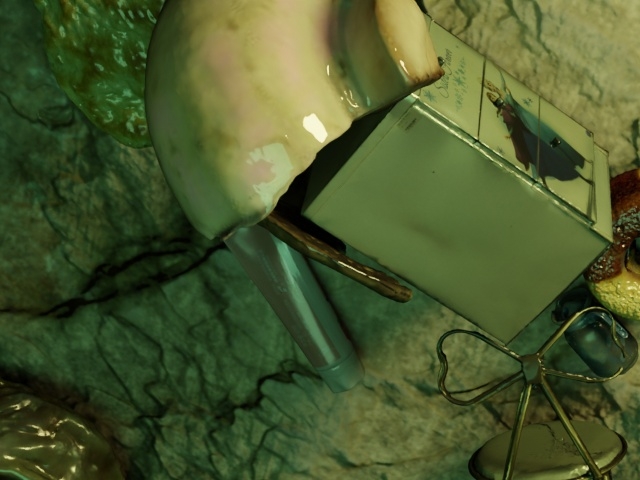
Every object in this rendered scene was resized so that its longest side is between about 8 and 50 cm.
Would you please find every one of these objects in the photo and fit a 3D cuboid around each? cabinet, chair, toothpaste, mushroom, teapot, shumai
[{"bbox_3d":[0.118,-0.051,1.169,0.206,0.145,0.150,33,122,-13],"label":"cabinet"},{"bbox_3d":[0.208,0.202,1.310,0.160,0.170,0.326,-8,104,10],"label":"chair"},{"bbox_3d":[-0.022,0.055,1.328,0.067,0.043,0.194,-22,111,24],"label":"toothpaste"},{"bbox_3d":[-0.056,-0.116,1.012,0.236,0.162,0.173,-29,104,35],"label":"mushroom"},{"bbox_3d":[0.248,0.088,1.288,0.049,0.063,0.083,-42,110,9],"label":"teapot"},{"bbox_3d":[-0.359,0.306,1.411,0.309,0.263,0.304,-24,115,22],"label":"shumai"}]

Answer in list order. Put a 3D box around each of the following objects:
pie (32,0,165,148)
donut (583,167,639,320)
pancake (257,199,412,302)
[{"bbox_3d":[-0.130,-0.200,1.147,0.201,0.090,0.248,39,121,-4],"label":"pie"},{"bbox_3d":[0.287,0.007,1.235,0.140,0.059,0.140,5,122,9],"label":"donut"},{"bbox_3d":[0.000,0.000,1.203,0.184,0.190,0.020,29,97,6],"label":"pancake"}]
